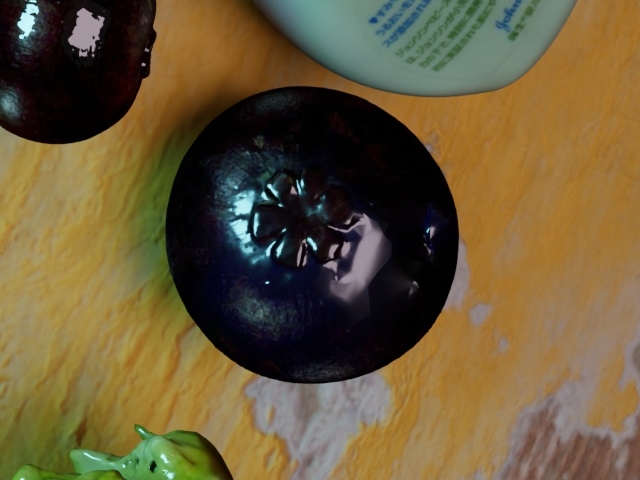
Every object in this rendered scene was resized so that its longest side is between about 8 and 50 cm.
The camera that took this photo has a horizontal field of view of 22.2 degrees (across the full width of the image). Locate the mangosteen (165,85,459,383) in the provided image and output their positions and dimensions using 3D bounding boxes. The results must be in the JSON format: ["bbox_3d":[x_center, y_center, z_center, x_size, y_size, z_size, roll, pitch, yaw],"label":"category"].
[{"bbox_3d":[0.000,0.000,1.065,0.230,0.194,0.194,33,79,-76],"label":"mangosteen"}]

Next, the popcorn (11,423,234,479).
[{"bbox_3d":[-0.131,0.276,0.956,0.312,0.312,0.312,-13,110,-37],"label":"popcorn"}]

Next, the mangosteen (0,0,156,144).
[{"bbox_3d":[-0.162,-0.123,0.930,0.140,0.140,0.140,-13,110,-37],"label":"mangosteen"}]

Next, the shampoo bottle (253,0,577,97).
[{"bbox_3d":[0.011,-0.224,1.011,0.349,0.151,0.222,18,103,-42],"label":"shampoo bottle"}]
